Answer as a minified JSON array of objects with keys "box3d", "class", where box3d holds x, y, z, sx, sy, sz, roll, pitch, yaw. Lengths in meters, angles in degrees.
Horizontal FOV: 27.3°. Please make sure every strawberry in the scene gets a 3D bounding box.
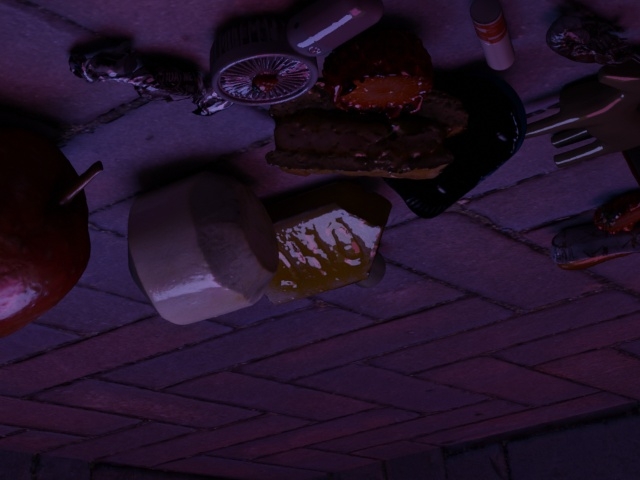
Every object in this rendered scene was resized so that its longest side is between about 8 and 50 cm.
[{"box3d":[0.530,-0.053,2.251,0.152,0.048,0.104,-14,158,-28],"class":"strawberry"},{"box3d":[0.072,-0.209,1.627,0.145,0.086,0.145,-13,161,-5],"class":"strawberry"}]

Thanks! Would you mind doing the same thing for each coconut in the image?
[{"box3d":[-0.190,0.012,1.976,0.241,0.241,0.241,-5,160,-2],"class":"coconut"}]

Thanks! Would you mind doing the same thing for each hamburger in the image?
[{"box3d":[0.065,-0.144,1.757,0.262,0.124,0.131,3,176,6],"class":"hamburger"}]

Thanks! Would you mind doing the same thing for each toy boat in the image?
[{"box3d":[0.198,-0.146,1.841,0.092,0.134,0.299,-38,178,-35],"class":"toy boat"}]

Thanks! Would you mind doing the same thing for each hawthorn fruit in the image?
[{"box3d":[-0.416,-0.024,1.728,0.330,0.287,0.287,-27,154,18],"class":"hawthorn fruit"}]

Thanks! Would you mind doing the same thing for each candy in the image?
[{"box3d":[-0.202,-0.199,1.640,0.226,0.051,0.094,12,163,-37],"class":"candy"}]

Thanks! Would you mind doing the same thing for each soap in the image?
[{"box3d":[0.000,0.000,2.098,0.257,0.080,0.160,-18,124,29],"class":"soap"}]

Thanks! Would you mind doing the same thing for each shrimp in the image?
[{"box3d":[0.350,-0.248,1.654,0.165,0.056,0.065,2,152,-28],"class":"shrimp"}]

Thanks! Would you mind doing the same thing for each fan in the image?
[{"box3d":[-0.029,-0.232,1.558,0.244,0.074,0.130,-25,152,39],"class":"fan"}]

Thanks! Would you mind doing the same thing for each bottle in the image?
[{"box3d":[0.044,0.023,2.270,0.072,0.072,0.201,-14,158,21],"class":"bottle"}]

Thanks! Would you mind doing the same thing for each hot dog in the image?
[{"box3d":[0.499,0.003,2.328,0.191,0.108,0.059,-13,120,14],"class":"hot dog"}]

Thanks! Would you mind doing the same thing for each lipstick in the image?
[{"box3d":[0.212,-0.253,1.621,0.038,0.038,0.131,-11,160,12],"class":"lipstick"}]

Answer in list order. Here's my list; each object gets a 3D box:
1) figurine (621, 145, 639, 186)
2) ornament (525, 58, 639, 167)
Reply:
[{"box3d":[0.579,-0.140,1.877,0.160,0.183,0.226,-4,149,-34],"class":"figurine"},{"box3d":[0.393,-0.183,1.831,0.245,0.061,0.230,-18,157,32],"class":"ornament"}]
